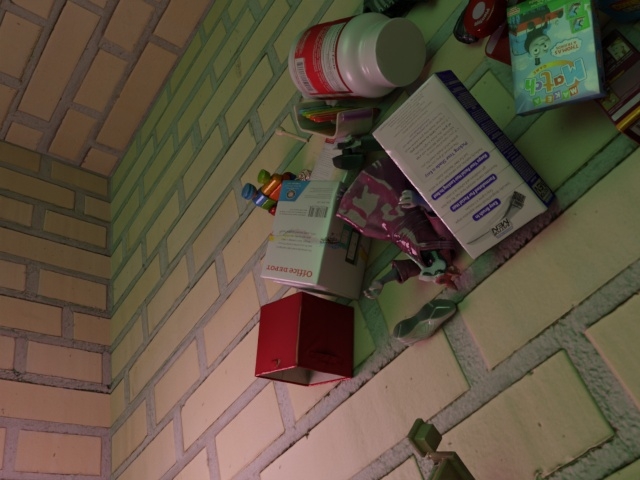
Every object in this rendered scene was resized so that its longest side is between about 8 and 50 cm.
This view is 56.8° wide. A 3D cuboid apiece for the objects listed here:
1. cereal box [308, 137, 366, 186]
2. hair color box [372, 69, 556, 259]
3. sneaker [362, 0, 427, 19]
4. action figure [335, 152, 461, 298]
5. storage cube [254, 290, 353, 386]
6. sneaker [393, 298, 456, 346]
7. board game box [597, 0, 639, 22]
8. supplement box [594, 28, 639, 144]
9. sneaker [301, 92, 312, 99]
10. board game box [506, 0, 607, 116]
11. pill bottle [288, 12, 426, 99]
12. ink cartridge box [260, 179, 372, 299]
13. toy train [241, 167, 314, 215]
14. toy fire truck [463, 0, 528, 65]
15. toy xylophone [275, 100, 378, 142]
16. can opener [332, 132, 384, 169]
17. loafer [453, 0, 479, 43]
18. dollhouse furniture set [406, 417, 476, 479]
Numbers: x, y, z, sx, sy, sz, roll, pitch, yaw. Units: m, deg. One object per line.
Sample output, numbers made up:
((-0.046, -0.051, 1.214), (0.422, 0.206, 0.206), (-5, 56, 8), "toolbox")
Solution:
((0.040, -0.198, 1.771), (0.173, 0.047, 0.240), (30, 98, 53), "cereal box")
((0.287, -0.154, 1.197), (0.185, 0.110, 0.339), (-41, 83, 36), "hair color box")
((0.221, -0.706, 1.745), (0.300, 0.111, 0.121), (39, 117, 59), "sneaker")
((0.207, -0.016, 1.375), (0.370, 0.276, 0.248), (52, 123, 30), "action figure")
((-0.043, 0.262, 1.540), (0.215, 0.183, 0.193), (-24, 55, 47), "storage cube")
((0.237, 0.183, 1.316), (0.152, 0.061, 0.054), (-33, 38, 16), "sneaker")
((0.636, -0.549, 0.991), (0.308, 0.086, 0.302), (-65, 10, 8), "board game box")
((0.557, -0.280, 1.074), (0.104, 0.081, 0.188), (-45, 42, 33), "supplement box")
((0.000, -0.593, 1.982), (0.151, 0.094, 0.256), (9, 80, 58), "sneaker")
((0.437, -0.355, 1.104), (0.160, 0.039, 0.211), (-7, 86, 45), "board game box")
((0.099, -0.521, 1.692), (0.408, 0.229, 0.229), (18, 88, 55), "pill bottle")
((0.000, 0.000, 1.564), (0.198, 0.197, 0.270), (6, 78, 38), "ink cartridge box")
((-0.140, -0.197, 1.933), (0.248, 0.143, 0.105), (-43, 43, 34), "toy train")
((0.458, -0.488, 1.204), (0.302, 0.169, 0.254), (-64, 31, 21), "toy fire truck")
((0.010, -0.356, 1.757), (0.322, 0.236, 0.081), (22, 123, 52), "toy xylophone")
((0.150, -0.253, 1.606), (0.280, 0.074, 0.093), (-3, 110, 43), "can opener")
((0.404, -0.590, 1.448), (0.078, 0.076, 0.223), (37, 109, 49), "loafer")
((0.148, 0.536, 0.984), (0.174, 0.355, 0.303), (-20, 19, 47), "dollhouse furniture set")
